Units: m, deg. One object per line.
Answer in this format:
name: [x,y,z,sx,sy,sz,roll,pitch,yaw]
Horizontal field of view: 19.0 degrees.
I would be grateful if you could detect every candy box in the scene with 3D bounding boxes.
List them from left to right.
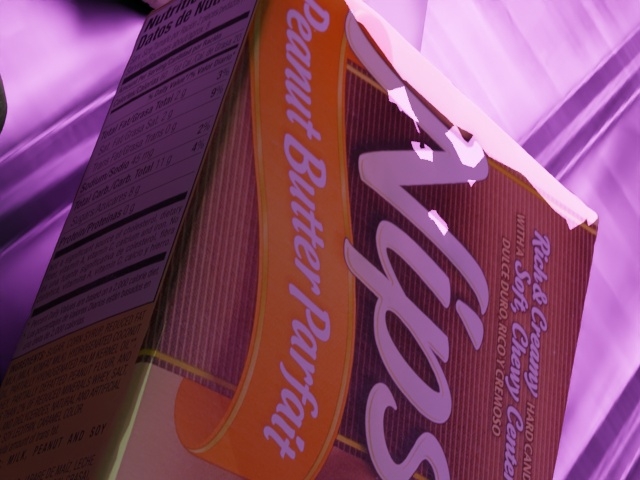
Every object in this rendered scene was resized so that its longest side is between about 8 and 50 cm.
candy box: [-0.012,0.073,0.647,0.183,0.088,0.316,40,47,-29]

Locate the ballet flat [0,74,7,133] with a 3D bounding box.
ballet flat: [-0.156,-0.100,0.646,0.168,0.057,0.052,54,24,-13]

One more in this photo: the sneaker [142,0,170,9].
sneaker: [-0.082,-0.146,0.789,0.109,0.044,0.040,44,39,-23]

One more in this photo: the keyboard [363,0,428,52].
keyboard: [0.024,-0.099,0.931,0.072,0.014,0.256,46,36,-32]
